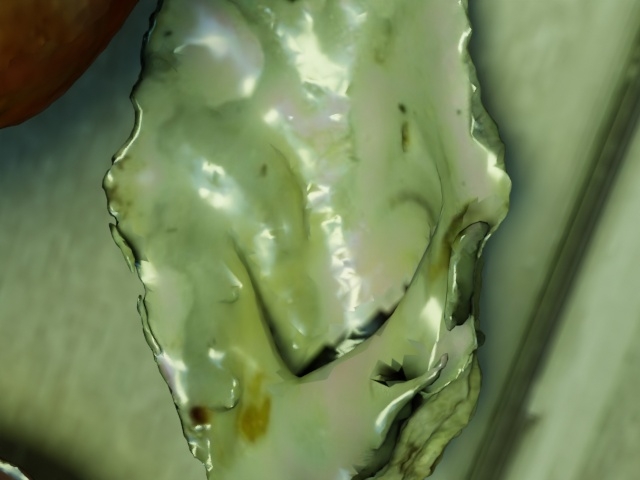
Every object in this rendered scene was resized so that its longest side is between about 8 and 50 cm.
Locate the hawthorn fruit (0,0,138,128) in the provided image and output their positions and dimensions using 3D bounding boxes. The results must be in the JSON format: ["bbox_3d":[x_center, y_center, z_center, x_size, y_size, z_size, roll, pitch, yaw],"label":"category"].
[{"bbox_3d":[-0.171,-0.133,0.443,0.242,0.242,0.271,-29,116,16],"label":"hawthorn fruit"}]

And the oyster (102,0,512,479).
[{"bbox_3d":[0.007,-0.006,0.538,0.133,0.072,0.209,-18,79,21],"label":"oyster"}]

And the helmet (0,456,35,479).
[{"bbox_3d":[-0.148,0.136,0.572,0.175,0.106,0.155,34,78,-7],"label":"helmet"}]
